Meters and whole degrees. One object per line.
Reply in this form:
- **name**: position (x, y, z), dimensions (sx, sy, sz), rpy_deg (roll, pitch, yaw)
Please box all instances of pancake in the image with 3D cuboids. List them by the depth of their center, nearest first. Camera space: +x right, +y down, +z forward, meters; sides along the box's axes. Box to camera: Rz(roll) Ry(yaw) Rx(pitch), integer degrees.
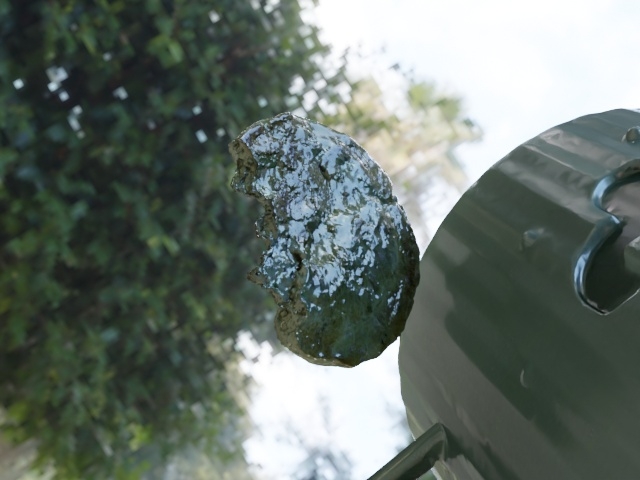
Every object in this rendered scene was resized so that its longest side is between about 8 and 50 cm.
- **pancake**: position (0.005, -0.001, 0.745), dimensions (0.023, 0.116, 0.129), rpy_deg (-21, -109, 42)

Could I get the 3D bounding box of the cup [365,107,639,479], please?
- **cup**: position (0.183, 0.111, 0.670), dimensions (0.392, 0.401, 0.310), rpy_deg (-137, -132, -63)
